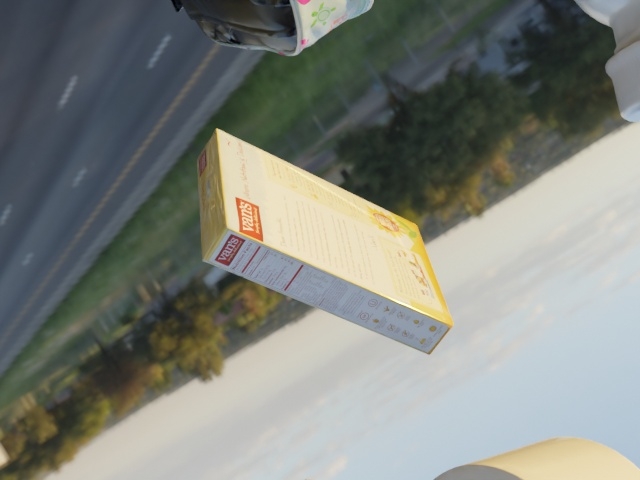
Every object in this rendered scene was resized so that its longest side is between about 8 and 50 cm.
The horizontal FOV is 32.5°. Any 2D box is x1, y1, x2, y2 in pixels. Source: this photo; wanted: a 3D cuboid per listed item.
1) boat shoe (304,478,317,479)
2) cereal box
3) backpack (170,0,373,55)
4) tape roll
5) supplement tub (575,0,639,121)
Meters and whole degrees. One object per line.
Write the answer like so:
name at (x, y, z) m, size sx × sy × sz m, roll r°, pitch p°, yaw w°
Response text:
boat shoe at (-0.007, 0.463, 1.319) m, size 0.136 × 0.156 × 0.367 m, roll 91°, pitch 16°, yaw -45°
cereal box at (0.000, 0.000, 1.022) m, size 0.047 × 0.240 × 0.173 m, roll -55°, pitch -155°, yaw 26°
backpack at (-0.052, -0.303, 1.091) m, size 0.191 × 0.225 × 0.253 m, roll -31°, pitch -151°, yaw -14°
tape roll at (0.229, 0.338, 1.145) m, size 0.169 × 0.246 × 0.246 m, roll -5°, pitch 158°, yaw -44°
supplement tub at (0.177, -0.200, 0.443) m, size 0.191 × 0.272 × 0.191 m, roll -11°, pitch 177°, yaw -1°
